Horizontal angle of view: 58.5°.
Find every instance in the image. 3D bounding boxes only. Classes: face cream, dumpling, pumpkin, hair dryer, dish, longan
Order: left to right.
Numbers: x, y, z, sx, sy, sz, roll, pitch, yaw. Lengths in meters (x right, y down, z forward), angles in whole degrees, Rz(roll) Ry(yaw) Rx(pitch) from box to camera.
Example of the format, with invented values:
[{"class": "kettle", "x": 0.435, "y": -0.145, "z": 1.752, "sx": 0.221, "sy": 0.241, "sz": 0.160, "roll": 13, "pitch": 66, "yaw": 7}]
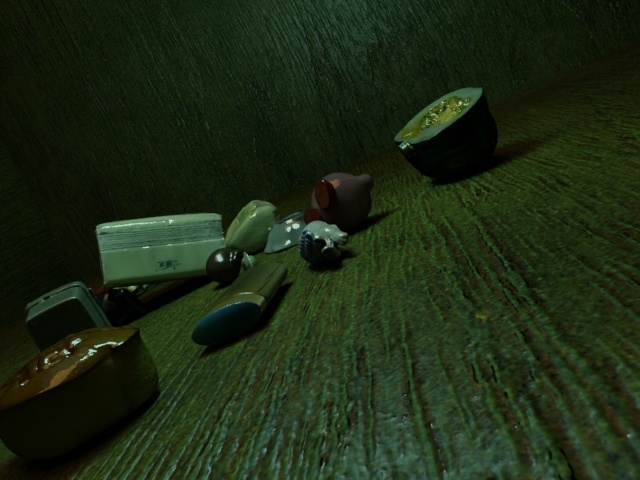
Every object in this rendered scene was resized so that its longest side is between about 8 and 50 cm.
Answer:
[{"class": "hair dryer", "x": -0.672, "y": 0.257, "z": 1.651, "sx": 0.244, "sy": 0.116, "sz": 0.302, "roll": -19, "pitch": 23, "yaw": 30}, {"class": "longan", "x": -0.266, "y": 0.067, "z": 1.599, "sx": 0.119, "sy": 0.106, "sz": 0.106, "roll": -35, "pitch": 4, "yaw": 27}, {"class": "face cream", "x": -0.156, "y": 0.122, "z": 1.165, "sx": 0.139, "sy": 0.067, "sz": 0.285, "roll": -23, "pitch": 10, "yaw": 14}, {"class": "dumpling", "x": -0.205, "y": 0.059, "z": 1.619, "sx": 0.043, "sy": 0.059, "sz": 0.077, "roll": -12, "pitch": 16, "yaw": 10}, {"class": "dish", "x": -0.087, "y": -0.042, "z": 1.796, "sx": 0.229, "sy": 0.081, "sz": 0.229, "roll": -24, "pitch": 10, "yaw": 5}, {"class": "pumpkin", "x": 0.372, "y": -0.278, "z": 1.624, "sx": 0.263, "sy": 0.197, "sz": 0.293, "roll": -37, "pitch": 17, "yaw": 0}]

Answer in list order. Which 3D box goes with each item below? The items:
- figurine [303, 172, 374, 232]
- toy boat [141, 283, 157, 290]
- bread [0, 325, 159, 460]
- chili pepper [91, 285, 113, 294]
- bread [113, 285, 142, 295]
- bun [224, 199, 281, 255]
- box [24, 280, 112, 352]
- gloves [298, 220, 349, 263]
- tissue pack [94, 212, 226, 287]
[{"class": "figurine", "x": 0.057, "y": -0.104, "z": 1.546, "sx": 0.173, "sy": 0.173, "sz": 0.173, "roll": -24, "pitch": 10, "yaw": 5}, {"class": "toy boat", "x": -0.647, "y": 0.137, "z": 2.236, "sx": 0.089, "sy": 0.071, "sz": 0.185, "roll": 20, "pitch": 18, "yaw": 4}, {"class": "bread", "x": -0.405, "y": 0.237, "z": 0.933, "sx": 0.270, "sy": 0.148, "sz": 0.270, "roll": -24, "pitch": 10, "yaw": 4}, {"class": "chili pepper", "x": -0.769, "y": 0.249, "z": 1.902, "sx": 0.144, "sy": 0.136, "sz": 0.252, "roll": 19, "pitch": 21, "yaw": -7}, {"class": "bread", "x": -0.780, "y": 0.208, "z": 2.133, "sx": 0.233, "sy": 0.088, "sz": 0.161, "roll": -22, "pitch": 15, "yaw": 30}, {"class": "bun", "x": -0.219, "y": -0.037, "z": 1.946, "sx": 0.229, "sy": 0.145, "sz": 0.229, "roll": -46, "pitch": 24, "yaw": 28}, {"class": "box", "x": -0.523, "y": 0.204, "z": 1.221, "sx": 0.148, "sy": 0.210, "sz": 0.129, "roll": -28, "pitch": 18, "yaw": -14}, {"class": "gloves", "x": 0.002, "y": 0.004, "z": 1.318, "sx": 0.119, "sy": 0.097, "sz": 0.229, "roll": -29, "pitch": 6, "yaw": 0}, {"class": "tissue pack", "x": -0.506, "y": 0.029, "z": 1.813, "sx": 0.381, "sy": 0.207, "sz": 0.297, "roll": -7, "pitch": 1, "yaw": -19}]
